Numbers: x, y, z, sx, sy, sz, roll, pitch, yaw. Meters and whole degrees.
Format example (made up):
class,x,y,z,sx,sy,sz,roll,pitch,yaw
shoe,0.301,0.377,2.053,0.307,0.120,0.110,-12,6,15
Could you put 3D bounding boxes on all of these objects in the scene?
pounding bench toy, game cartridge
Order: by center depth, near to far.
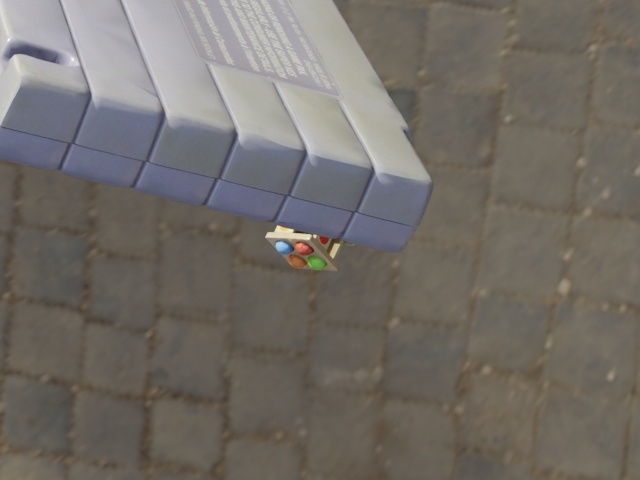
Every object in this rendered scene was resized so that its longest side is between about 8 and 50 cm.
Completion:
class,x,y,z,sx,sy,sz,roll,pitch,yaw
game cartridge,-0.088,-0.121,1.061,0.230,0.355,0.068,18,115,-26
pounding bench toy,0.000,0.000,1.762,0.052,0.065,0.083,3,149,38
